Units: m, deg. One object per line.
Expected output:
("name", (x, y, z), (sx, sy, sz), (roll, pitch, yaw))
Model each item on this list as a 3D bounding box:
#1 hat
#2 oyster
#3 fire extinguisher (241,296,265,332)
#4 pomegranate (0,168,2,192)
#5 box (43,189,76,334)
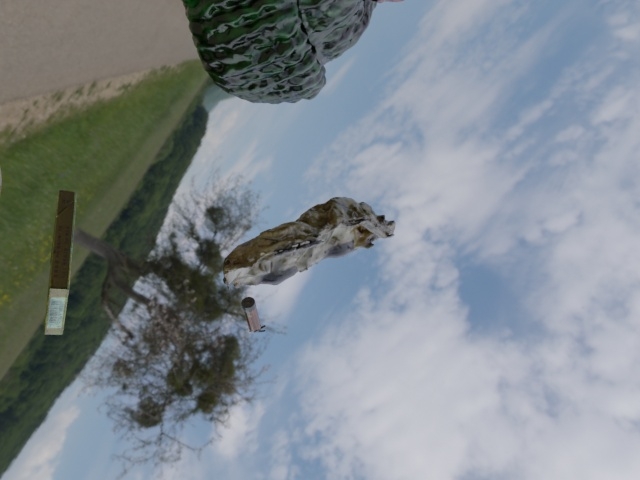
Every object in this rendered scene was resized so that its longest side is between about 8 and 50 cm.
("hat", (0.000, -0.315, 0.739), (0.332, 0.242, 0.274), (-14, -161, 8))
("oyster", (0.002, -0.002, 0.727), (0.128, 0.079, 0.345), (-44, 163, 32))
("fire extinguisher", (-0.105, 0.122, 0.893), (0.028, 0.083, 0.022), (-14, -134, -7))
("pomegranate", (-0.517, -0.076, 0.614), (0.307, 0.307, 0.307), (-46, -160, 22))
("box", (-0.404, 0.032, 0.878), (0.121, 0.030, 0.193), (-59, -144, 41))
